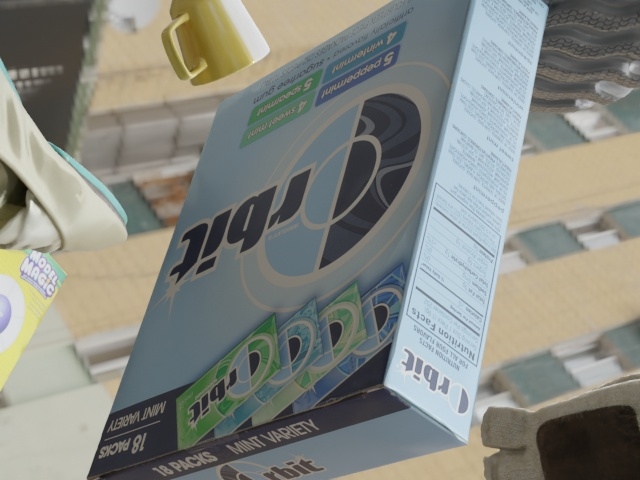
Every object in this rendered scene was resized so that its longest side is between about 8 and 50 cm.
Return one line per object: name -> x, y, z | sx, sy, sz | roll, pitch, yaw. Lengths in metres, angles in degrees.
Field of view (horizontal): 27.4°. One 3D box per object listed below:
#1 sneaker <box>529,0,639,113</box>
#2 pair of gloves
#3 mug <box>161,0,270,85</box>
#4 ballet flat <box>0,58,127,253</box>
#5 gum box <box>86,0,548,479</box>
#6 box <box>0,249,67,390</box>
sneaker -> 0.129, -0.167, 0.549 | 0.281, 0.105, 0.115 | 111, -20, -49
pair of gloves -> 0.183, 0.184, 0.666 | 0.204, 0.042, 0.240 | -15, -106, 36
mug -> -0.076, -0.149, 0.925 | 0.078, 0.062, 0.064 | -90, 158, -71
ballet flat -> -0.192, -0.045, 0.749 | 0.086, 0.086, 0.248 | 46, -8, 38
gum box -> 0.000, 0.000, 0.478 | 0.157, 0.041, 0.184 | -24, -141, 43
box -> -0.275, 0.050, 1.071 | 0.043, 0.179, 0.105 | 5, -33, 29
